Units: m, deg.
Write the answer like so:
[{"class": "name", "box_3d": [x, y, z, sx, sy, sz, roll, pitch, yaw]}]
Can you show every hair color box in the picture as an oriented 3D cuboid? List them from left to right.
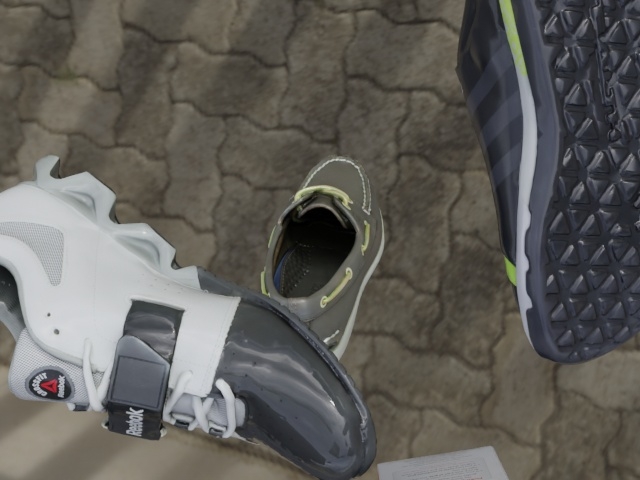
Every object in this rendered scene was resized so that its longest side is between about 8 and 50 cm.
[{"class": "hair color box", "box_3d": [0.092, 0.199, 0.836, 0.093, 0.167, 0.053, -9, 97, 1]}]

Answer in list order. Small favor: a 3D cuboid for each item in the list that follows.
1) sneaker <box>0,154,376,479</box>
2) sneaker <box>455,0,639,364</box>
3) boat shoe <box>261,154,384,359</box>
[{"class": "sneaker", "box_3d": [-0.121, 0.081, 0.787, 0.330, 0.146, 0.122, 31, 138, 22]}, {"class": "sneaker", "box_3d": [0.113, -0.061, 0.572, 0.084, 0.097, 0.234, -8, 103, -17]}, {"class": "boat shoe", "box_3d": [0.005, 0.000, 1.225, 0.109, 0.305, 0.091, 5, 130, 9]}]
